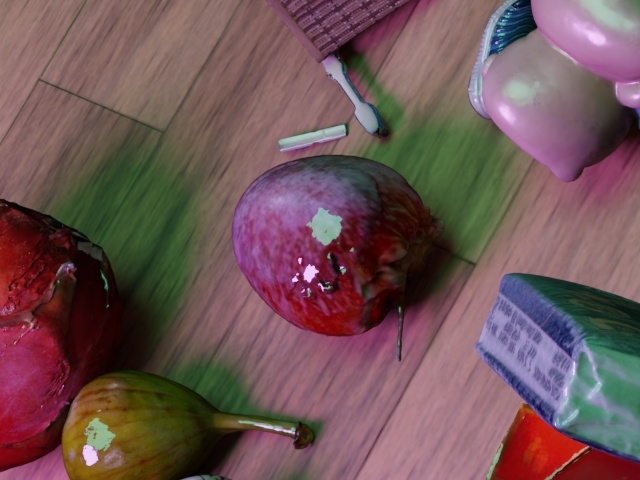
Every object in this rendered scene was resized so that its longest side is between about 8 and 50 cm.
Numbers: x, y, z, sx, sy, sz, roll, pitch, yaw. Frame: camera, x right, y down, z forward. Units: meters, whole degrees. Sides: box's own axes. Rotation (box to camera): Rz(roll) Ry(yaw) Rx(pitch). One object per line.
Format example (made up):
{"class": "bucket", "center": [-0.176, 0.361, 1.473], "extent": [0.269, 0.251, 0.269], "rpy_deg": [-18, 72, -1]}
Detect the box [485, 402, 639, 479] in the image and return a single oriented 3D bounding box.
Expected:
{"class": "box", "center": [0.317, 0.256, 1.606], "extent": [0.313, 0.197, 0.089], "rpy_deg": [21, 80, 39]}

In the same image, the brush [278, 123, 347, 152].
{"class": "brush", "center": [-0.008, -0.115, 2.142], "extent": [0.084, 0.013, 0.016], "rpy_deg": [-13, 64, 20]}

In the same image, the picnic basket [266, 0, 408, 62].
{"class": "picnic basket", "center": [-0.024, -0.399, 2.152], "extent": [0.175, 0.228, 0.313], "rpy_deg": [-33, 48, 9]}

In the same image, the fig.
{"class": "fig", "center": [-0.145, 0.193, 1.997], "extent": [0.259, 0.151, 0.151], "rpy_deg": [-18, 57, 10]}

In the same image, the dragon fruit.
{"class": "dragon fruit", "center": [-0.367, 0.102, 2.098], "extent": [0.296, 0.296, 0.301], "rpy_deg": [31, 97, 40]}

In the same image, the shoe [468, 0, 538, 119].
{"class": "shoe", "center": [0.209, -0.196, 2.005], "extent": [0.071, 0.064, 0.143], "rpy_deg": [11, 75, 37]}

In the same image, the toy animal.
{"class": "toy animal", "center": [0.270, -0.187, 1.876], "extent": [0.221, 0.210, 0.229], "rpy_deg": [-18, 94, 20]}

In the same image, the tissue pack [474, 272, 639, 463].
{"class": "tissue pack", "center": [0.275, 0.119, 1.595], "extent": [0.315, 0.228, 0.103], "rpy_deg": [-126, 57, -79]}

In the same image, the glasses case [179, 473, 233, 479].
{"class": "glasses case", "center": [-0.211, 0.366, 1.944], "extent": [0.355, 0.137, 0.085], "rpy_deg": [-39, 50, 11]}

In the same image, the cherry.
{"class": "cherry", "center": [0.000, 0.000, 1.976], "extent": [0.250, 0.175, 0.192], "rpy_deg": [15, 87, 41]}

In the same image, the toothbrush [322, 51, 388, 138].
{"class": "toothbrush", "center": [0.010, -0.211, 2.170], "extent": [0.026, 0.028, 0.294], "rpy_deg": [-39, 50, 9]}
